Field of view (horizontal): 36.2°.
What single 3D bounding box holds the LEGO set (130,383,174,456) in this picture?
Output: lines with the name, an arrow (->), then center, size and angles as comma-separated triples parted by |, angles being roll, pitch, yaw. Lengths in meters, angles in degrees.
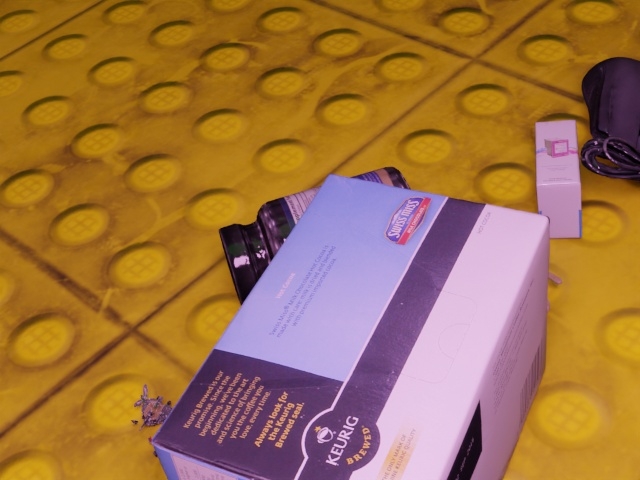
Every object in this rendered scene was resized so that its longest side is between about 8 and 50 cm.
LEGO set -> -0.172, 0.192, 1.036 | 0.054, 0.023, 0.083 | -9, 56, 4

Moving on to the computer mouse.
computer mouse -> 0.405, -0.156, 1.221 | 0.188, 0.072, 0.272 | 18, 38, -10

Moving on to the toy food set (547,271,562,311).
toy food set -> 0.210, 0.075, 1.089 | 0.122, 0.019, 0.078 | -40, 50, -19

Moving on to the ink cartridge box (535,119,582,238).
ink cartridge box -> 0.287, -0.075, 1.179 | 0.052, 0.089, 0.122 | -2, 43, 15

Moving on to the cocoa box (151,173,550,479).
cocoa box -> 0.049, 0.144, 0.886 | 0.227, 0.231, 0.347 | 13, 48, 23

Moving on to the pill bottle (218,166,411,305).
pill bottle -> 0.000, 0.000, 1.129 | 0.219, 0.123, 0.123 | -17, 43, -7
